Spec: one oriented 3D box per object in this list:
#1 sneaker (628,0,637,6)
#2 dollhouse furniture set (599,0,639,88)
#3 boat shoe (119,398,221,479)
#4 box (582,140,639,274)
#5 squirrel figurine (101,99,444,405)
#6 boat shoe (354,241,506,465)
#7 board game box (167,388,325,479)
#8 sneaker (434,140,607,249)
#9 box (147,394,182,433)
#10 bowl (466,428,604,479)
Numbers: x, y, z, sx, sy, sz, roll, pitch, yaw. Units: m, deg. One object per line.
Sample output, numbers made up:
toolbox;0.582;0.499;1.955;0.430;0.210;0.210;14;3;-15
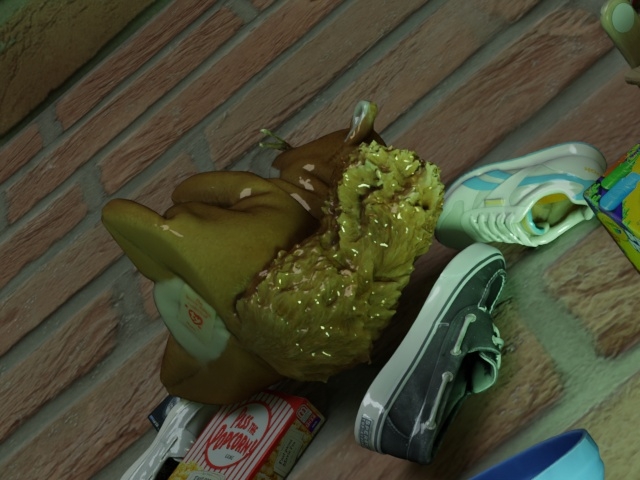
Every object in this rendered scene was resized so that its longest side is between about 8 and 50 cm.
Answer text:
sneaker;0.420;-0.339;1.918;0.042;0.067;0.119;11;89;54
dollhouse furniture set;0.519;-0.290;1.572;0.303;0.174;0.355;-50;29;-13
boat shoe;-0.179;0.266;1.814;0.184;0.066;0.063;-47;42;-12
box;0.445;-0.029;1.304;0.279;0.177;0.290;-42;28;-1
squirrel figurine;0.000;0.000;1.751;0.397;0.281;0.370;6;35;46
boat shoe;0.149;0.121;1.564;0.102;0.108;0.301;18;45;23
board game box;-0.100;0.265;1.727;0.146;0.045;0.193;5;53;54
sneaker;0.223;-0.037;1.693;0.228;0.087;0.092;-24;35;34
box;-0.189;0.230;1.917;0.067;0.018;0.083;-45;28;-4
bowl;0.077;0.291;1.231;0.391;0.077;0.391;-31;-6;-4
